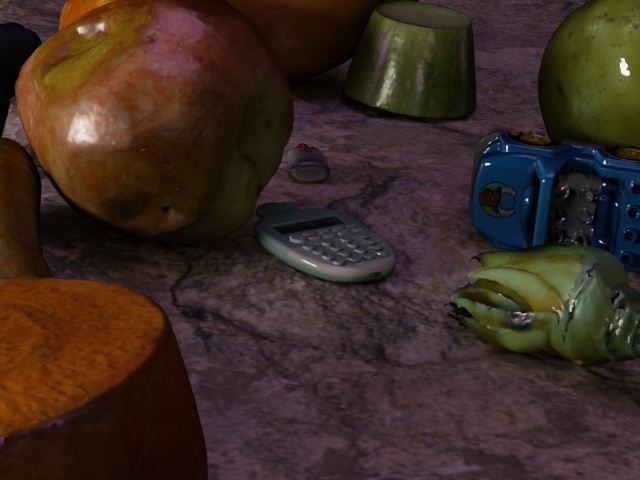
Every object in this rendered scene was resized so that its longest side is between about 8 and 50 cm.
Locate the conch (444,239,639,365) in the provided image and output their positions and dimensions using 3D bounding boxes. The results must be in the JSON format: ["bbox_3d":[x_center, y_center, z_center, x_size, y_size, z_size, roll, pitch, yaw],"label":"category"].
[{"bbox_3d":[0.163,0.044,0.882,0.200,0.080,0.095,1,25,47],"label":"conch"}]

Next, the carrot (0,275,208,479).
[{"bbox_3d":[-0.196,0.094,0.676,0.258,0.100,0.307,-7,15,-22],"label":"carrot"}]

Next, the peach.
[{"bbox_3d":[-0.149,-0.099,1.034,0.235,0.214,0.214,6,20,25],"label":"peach"}]

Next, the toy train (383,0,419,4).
[{"bbox_3d":[0.019,-0.340,1.833,0.269,0.115,0.154,-12,34,-37],"label":"toy train"}]

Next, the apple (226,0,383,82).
[{"bbox_3d":[-0.051,-0.317,1.572,0.241,0.242,0.242,-23,26,-9],"label":"apple"}]

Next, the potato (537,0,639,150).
[{"bbox_3d":[0.312,-0.137,1.171,0.215,0.216,0.304,7,6,8],"label":"potato"}]

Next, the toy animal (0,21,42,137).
[{"bbox_3d":[-0.330,-0.121,1.138,0.082,0.137,0.269,12,27,13],"label":"toy animal"}]

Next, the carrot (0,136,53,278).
[{"bbox_3d":[-0.236,-0.002,0.945,0.078,0.078,0.298,-4,26,-20],"label":"carrot"}]

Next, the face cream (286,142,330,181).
[{"bbox_3d":[-0.014,-0.080,1.252,0.040,0.021,0.083,2,20,-8],"label":"face cream"}]

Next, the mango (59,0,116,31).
[{"bbox_3d":[-0.181,-0.213,1.383,0.187,0.138,0.257,33,-6,-30],"label":"mango"}]

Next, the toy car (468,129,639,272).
[{"bbox_3d":[0.214,-0.027,1.046,0.191,0.097,0.100,10,22,17],"label":"toy car"}]

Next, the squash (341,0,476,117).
[{"bbox_3d":[0.114,-0.216,1.514,0.170,0.123,0.170,6,25,-3],"label":"squash"}]

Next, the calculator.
[{"bbox_3d":[0.000,0.000,1.041,0.095,0.021,0.153,-10,25,-34],"label":"calculator"}]
